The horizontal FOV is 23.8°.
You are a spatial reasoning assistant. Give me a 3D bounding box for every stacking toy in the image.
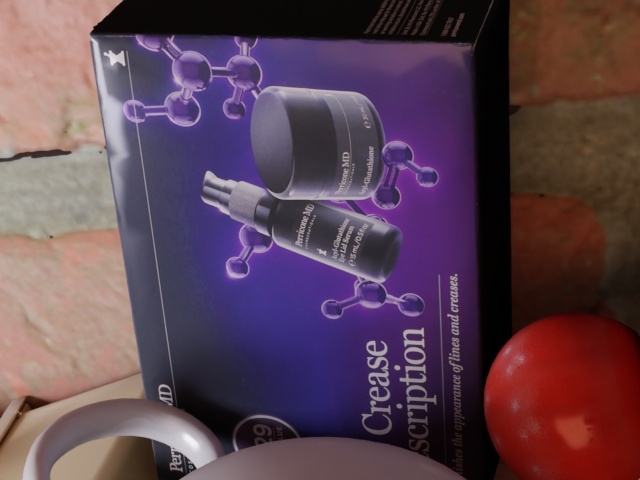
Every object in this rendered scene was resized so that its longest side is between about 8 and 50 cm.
[{"bbox_3d":[0.235,0.049,0.688,0.330,0.141,0.141,-19,113,17],"label":"stacking toy"}]

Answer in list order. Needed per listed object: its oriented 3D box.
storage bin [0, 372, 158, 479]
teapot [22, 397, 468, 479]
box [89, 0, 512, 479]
[{"bbox_3d":[-0.107,0.247,0.849,0.123,0.262,0.260,-21,111,23],"label":"storage bin"},{"bbox_3d":[0.011,0.183,0.707,0.252,0.187,0.256,-16,110,25],"label":"teapot"},{"bbox_3d":[0.000,0.000,0.772,0.184,0.103,0.261,4,121,17],"label":"box"}]
